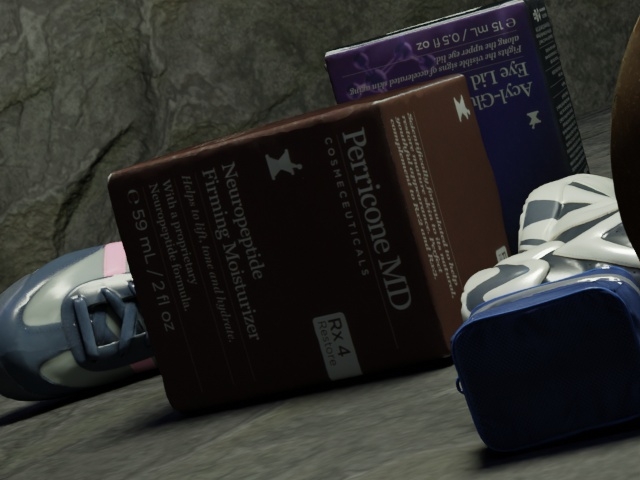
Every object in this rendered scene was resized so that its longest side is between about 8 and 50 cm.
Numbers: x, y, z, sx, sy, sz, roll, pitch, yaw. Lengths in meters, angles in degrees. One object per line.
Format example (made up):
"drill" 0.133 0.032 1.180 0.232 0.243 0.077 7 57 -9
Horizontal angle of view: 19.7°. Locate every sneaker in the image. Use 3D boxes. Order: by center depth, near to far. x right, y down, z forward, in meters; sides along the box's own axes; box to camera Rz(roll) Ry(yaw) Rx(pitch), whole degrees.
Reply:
"sneaker" 0.181 0.010 0.989 0.153 0.094 0.235 -12 6 25
"sneaker" -0.114 0.041 1.451 0.319 0.112 0.131 -21 4 -35

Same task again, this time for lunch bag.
"lunch bag" 0.108 0.055 0.860 0.098 0.067 0.065 -15 4 17

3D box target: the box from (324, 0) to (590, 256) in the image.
"box" 0.110 -0.061 1.335 0.153 0.207 0.108 -15 5 16

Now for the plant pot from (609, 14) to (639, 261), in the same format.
"plant pot" 0.257 -0.024 0.685 0.215 0.215 0.230 -17 20 -14

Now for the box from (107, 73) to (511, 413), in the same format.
"box" 0.000 0.000 1.220 0.203 0.168 0.167 -14 4 25
